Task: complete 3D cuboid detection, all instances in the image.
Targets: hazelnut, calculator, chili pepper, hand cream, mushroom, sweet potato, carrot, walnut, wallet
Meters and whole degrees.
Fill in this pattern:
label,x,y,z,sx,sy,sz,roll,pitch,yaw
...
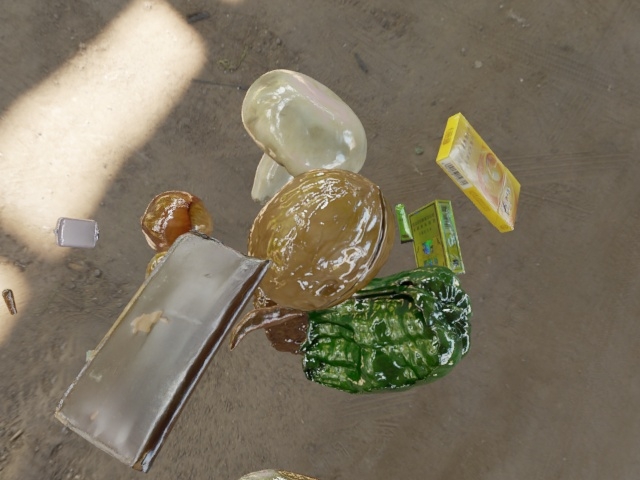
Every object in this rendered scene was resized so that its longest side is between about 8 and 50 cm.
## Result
label,x,y,z,sx,sy,sz,roll,pitch,yaw
hazelnut,-0.375,-0.038,1.222,0.182,0.182,0.182,2,82,-12
calculator,-0.823,-0.025,1.579,0.032,0.175,0.100,3,87,24
chili pepper,0.108,0.165,0.858,0.167,0.385,0.213,-13,80,-46
hand cream,0.212,-0.039,1.189,0.036,0.122,0.023,-10,40,13
mushroom,-0.041,-0.276,1.252,0.353,0.353,0.325,41,56,-5
sweet potato,-0.167,0.230,1.332,0.255,0.058,0.078,-20,71,-39
carrot,-1.029,0.202,1.550,0.032,0.032,0.093,-8,114,-13
walnut,0.000,0.000,0.586,0.167,0.207,0.167,31,36,-26
wallet,-0.119,0.075,0.368,0.095,0.026,0.176,18,63,20

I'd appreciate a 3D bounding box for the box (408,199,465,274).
label,x,y,z,sx,sy,sz,roll,pitch,yaw
box,0.337,0.007,1.377,0.064,0.141,0.220,2,73,-27

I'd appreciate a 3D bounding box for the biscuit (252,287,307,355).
label,x,y,z,sx,sy,sz,roll,pitch,yaw
biscuit,-0.042,0.270,1.666,0.342,0.395,0.166,-9,52,8

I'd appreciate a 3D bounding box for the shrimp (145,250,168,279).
label,x,y,z,sx,sy,sz,roll,pitch,yaw
shrimp,-0.334,0.146,1.105,0.145,0.059,0.254,-25,90,6

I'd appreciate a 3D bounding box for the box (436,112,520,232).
label,x,y,z,sx,sy,sz,roll,pitch,yaw
box,0.380,-0.157,1.106,0.269,0.043,0.152,41,56,-25

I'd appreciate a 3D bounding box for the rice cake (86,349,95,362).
label,x,y,z,sx,sy,sz,roll,pitch,yaw
rice cake,-0.511,0.358,1.267,0.336,0.063,0.066,6,92,29

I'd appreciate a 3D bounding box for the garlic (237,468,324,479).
label,x,y,z,sx,sy,sz,roll,pitch,yaw
garlic,-0.083,0.620,0.991,0.325,0.279,0.132,-2,101,5
